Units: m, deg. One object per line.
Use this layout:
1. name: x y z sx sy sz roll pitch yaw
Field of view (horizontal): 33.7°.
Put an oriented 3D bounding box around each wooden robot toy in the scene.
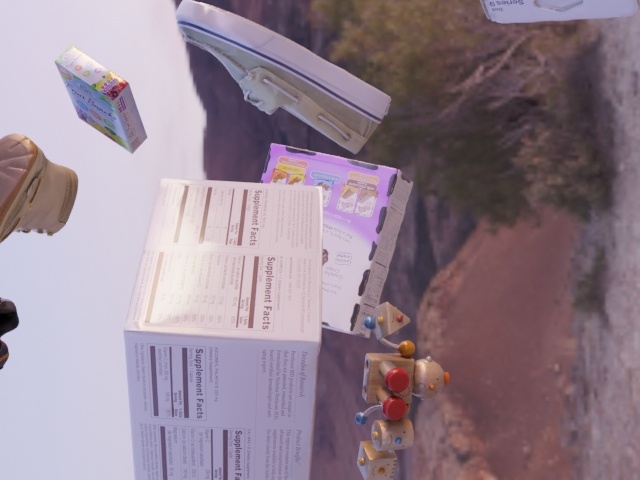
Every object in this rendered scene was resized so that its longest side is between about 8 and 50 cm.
1. wooden robot toy: 0.081 0.136 0.947 0.076 0.079 0.173 -143 56 -69

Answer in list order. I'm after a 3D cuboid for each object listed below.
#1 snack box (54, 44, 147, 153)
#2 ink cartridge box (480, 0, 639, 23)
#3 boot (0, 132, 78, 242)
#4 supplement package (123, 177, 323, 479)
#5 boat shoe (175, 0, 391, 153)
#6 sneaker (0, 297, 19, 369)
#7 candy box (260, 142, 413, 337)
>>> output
1. snack box: -0.287 -0.183 1.390 0.037 0.100 0.141 -52 -15 -19
2. ink cartridge box: 0.244 -0.313 0.998 0.093 0.154 0.212 52 -129 -46
3. boot: -0.482 -0.023 1.614 0.262 0.095 0.203 -60 -13 -5
4. supplement package: -0.075 0.110 0.903 0.204 0.145 0.261 -89 3 -53
5. boat shoe: -0.053 -0.206 1.346 0.094 0.302 0.109 -64 15 5
6. sneaker: -0.301 0.096 0.874 0.178 0.077 0.072 -82 1 -50
7. candy box: 0.000 0.000 1.244 0.070 0.165 0.196 25 -100 -67
